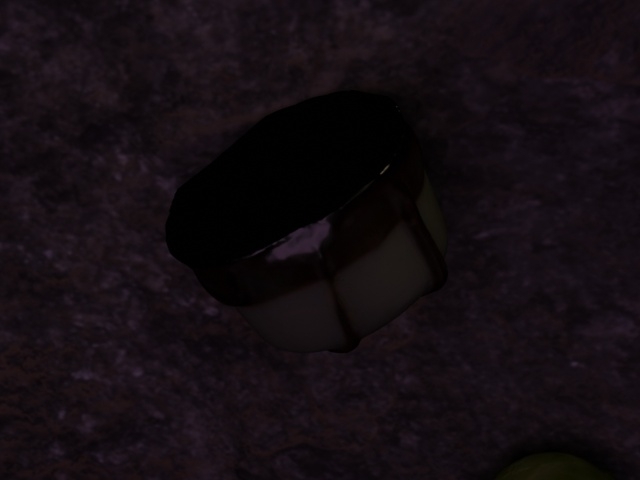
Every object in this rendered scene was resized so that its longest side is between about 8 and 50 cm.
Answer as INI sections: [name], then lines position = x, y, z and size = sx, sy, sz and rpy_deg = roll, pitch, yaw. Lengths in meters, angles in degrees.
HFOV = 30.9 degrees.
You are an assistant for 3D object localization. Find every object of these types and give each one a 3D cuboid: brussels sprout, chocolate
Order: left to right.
[chocolate]
position = 0.000, 0.000, 1.182
size = 0.284, 0.283, 0.186
rpy_deg = -17, 123, 19
[brussels sprout]
position = 0.249, 0.308, 1.274
size = 0.183, 0.145, 0.131
rpy_deg = -24, 110, 18
